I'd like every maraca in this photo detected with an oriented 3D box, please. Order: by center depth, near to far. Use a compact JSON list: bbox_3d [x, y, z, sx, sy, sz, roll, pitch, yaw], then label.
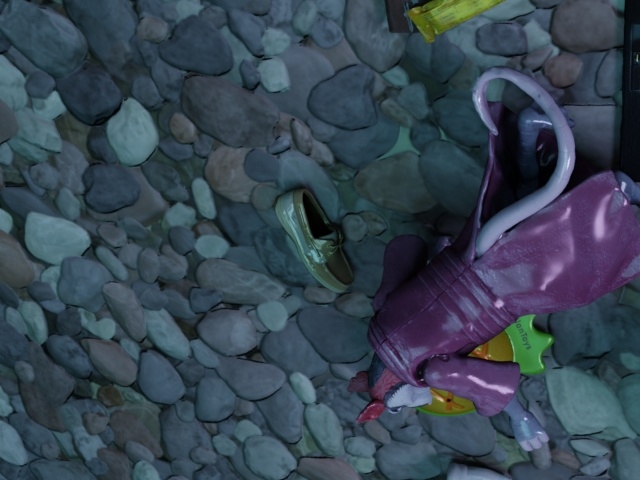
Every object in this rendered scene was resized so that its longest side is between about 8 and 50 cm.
[{"bbox_3d":[0.168,0.127,1.373,0.186,0.099,0.127,-25,100,11],"label":"maraca"}]

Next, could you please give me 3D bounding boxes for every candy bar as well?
[{"bbox_3d":[0.161,-0.240,1.174,0.162,0.018,0.040,-25,112,23],"label":"candy bar"}]

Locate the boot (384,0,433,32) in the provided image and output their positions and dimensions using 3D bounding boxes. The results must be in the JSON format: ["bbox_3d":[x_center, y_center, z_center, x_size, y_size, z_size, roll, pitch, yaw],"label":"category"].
[{"bbox_3d":[0.059,-0.251,1.215,0.106,0.037,0.114,-5,123,24],"label":"boot"}]

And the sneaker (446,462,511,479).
[{"bbox_3d":[0.199,0.377,1.535,0.094,0.080,0.212,4,121,7],"label":"sneaker"}]

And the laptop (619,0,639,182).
[{"bbox_3d":[0.396,-0.119,1.091,0.264,0.136,0.234,6,122,20],"label":"laptop"}]

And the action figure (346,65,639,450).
[{"bbox_3d":[0.159,0.055,1.200,0.370,0.276,0.248,-45,64,8],"label":"action figure"}]

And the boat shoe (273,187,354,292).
[{"bbox_3d":[0.000,0.000,1.389,0.045,0.050,0.135,-24,109,39],"label":"boat shoe"}]
